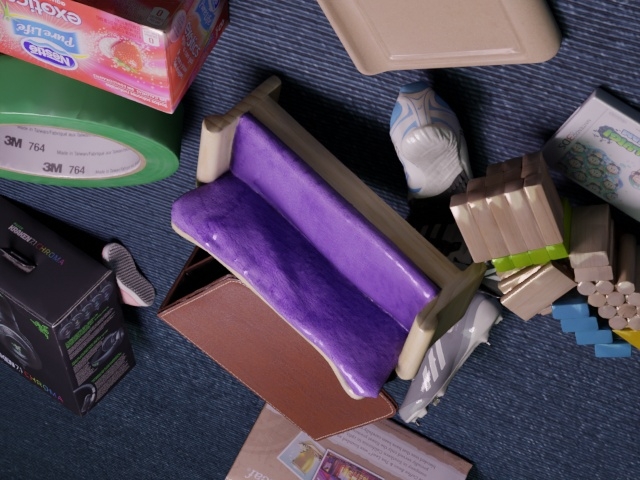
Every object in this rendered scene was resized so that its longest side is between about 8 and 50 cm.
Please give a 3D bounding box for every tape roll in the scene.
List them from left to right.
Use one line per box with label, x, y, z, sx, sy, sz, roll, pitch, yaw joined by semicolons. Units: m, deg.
tape roll;-0.330;-0.142;1.972;0.321;0.077;0.321;4;167;1

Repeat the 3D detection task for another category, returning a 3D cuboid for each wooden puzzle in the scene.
wooden puzzle;0.104;-0.264;1.622;0.238;0.044;0.221;-3;137;35

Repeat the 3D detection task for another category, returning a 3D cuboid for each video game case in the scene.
video game case;0.328;-0.085;1.716;0.157;0.019;0.143;31;149;-4

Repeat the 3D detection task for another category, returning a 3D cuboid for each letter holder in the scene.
letter holder;-0.027;0.109;2.163;0.302;0.152;0.214;40;145;-18

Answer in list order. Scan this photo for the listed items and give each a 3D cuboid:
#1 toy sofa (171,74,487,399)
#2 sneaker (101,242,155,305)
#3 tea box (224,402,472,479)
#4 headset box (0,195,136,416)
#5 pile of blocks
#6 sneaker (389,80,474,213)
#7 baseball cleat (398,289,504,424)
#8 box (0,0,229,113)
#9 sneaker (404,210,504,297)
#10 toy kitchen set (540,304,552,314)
toy sofa;0.000;0.000;1.858;0.362;0.177;0.150;43;155;14
sneaker;-0.308;0.053;2.402;0.070;0.051;0.134;1;144;30
tea box;0.014;0.413;2.503;0.329;0.220;0.323;28;150;1
headset box;-0.428;0.095;2.436;0.246;0.131;0.283;32;152;22
pile of blocks;0.294;0.026;1.797;0.362;0.113;0.149;39;127;-20
sneaker;0.128;-0.099;1.820;0.085;0.086;0.237;-8;154;5
baseball cleat;0.146;0.137;2.074;0.109;0.072;0.206;38;104;1
box;-0.267;-0.283;1.786;0.299;0.154;0.142;20;148;13
sneaker;0.191;0.024;1.928;0.234;0.078;0.106;4;138;33
toy kitchen set;0.309;0.076;1.918;0.075;0.068;0.083;38;148;-14
